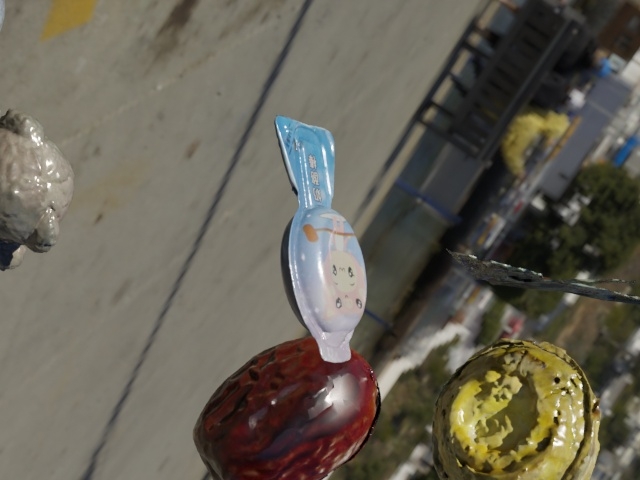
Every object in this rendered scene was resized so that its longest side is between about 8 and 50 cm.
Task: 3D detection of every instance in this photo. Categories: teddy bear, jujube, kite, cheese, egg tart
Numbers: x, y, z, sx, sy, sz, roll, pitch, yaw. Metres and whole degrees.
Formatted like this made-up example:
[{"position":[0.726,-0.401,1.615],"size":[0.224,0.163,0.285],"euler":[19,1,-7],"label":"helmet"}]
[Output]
[{"position":[-0.438,-0.075,1.591],"size":[0.267,0.236,0.151],"euler":[-9,-175,30],"label":"teddy bear"},{"position":[-0.041,0.226,1.542],"size":[0.243,0.183,0.183],"euler":[-29,165,-17],"label":"jujube"},{"position":[0.337,0.061,1.803],"size":[0.368,0.406,0.014],"euler":[-3,-104,63],"label":"kite"},{"position":[0.000,0.000,1.190],"size":[0.052,0.245,0.135],"euler":[-12,170,26],"label":"cheese"},{"position":[0.275,0.271,1.743],"size":[0.279,0.279,0.095],"euler":[-55,146,1],"label":"egg tart"}]

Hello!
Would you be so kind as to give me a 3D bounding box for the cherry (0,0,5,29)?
[{"position":[-0.636,-0.363,1.885],"size":[0.218,0.255,0.296],"euler":[-27,-138,60],"label":"cherry"}]
